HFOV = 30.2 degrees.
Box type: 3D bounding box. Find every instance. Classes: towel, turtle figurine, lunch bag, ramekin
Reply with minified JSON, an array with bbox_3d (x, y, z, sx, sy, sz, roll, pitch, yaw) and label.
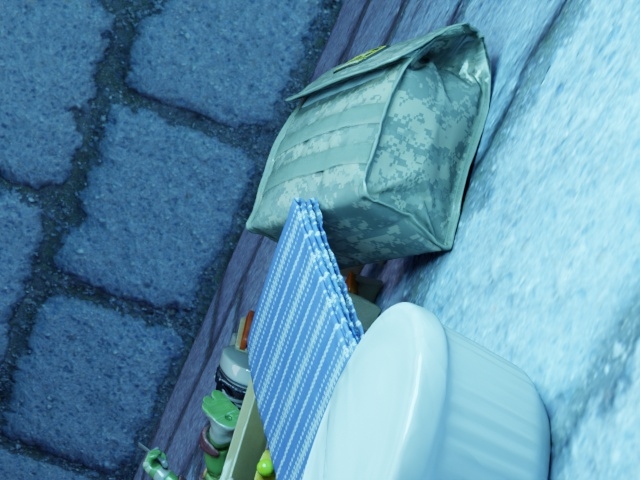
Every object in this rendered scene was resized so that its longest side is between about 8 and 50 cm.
[{"bbox_3d":[-0.010,0.141,1.250,0.336,0.040,0.243,-110,33,-50],"label":"towel"},{"bbox_3d":[-0.169,0.314,1.855,0.274,0.198,0.266,-88,19,-52],"label":"turtle figurine"},{"bbox_3d":[0.065,-0.127,1.426,0.235,0.169,0.287,-12,53,50],"label":"lunch bag"},{"bbox_3d":[0.076,0.195,0.942,0.273,0.127,0.272,-159,90,-80],"label":"ramekin"}]

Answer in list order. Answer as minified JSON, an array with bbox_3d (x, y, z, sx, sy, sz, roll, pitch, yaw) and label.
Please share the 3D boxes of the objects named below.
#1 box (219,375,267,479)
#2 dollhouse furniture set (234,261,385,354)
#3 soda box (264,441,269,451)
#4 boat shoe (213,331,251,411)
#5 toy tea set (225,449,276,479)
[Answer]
[{"bbox_3d":[-0.080,0.285,1.677,0.164,0.021,0.201,56,-135,-54],"label":"box"},{"bbox_3d":[-0.014,0.071,1.689,0.262,0.135,0.259,-82,16,-54],"label":"dollhouse furniture set"},{"bbox_3d":[-0.016,0.233,1.592,0.183,0.058,0.063,124,165,-52],"label":"soda box"},{"bbox_3d":[-0.124,0.261,2.016,0.340,0.127,0.158,-102,26,-87],"label":"boat shoe"},{"bbox_3d":[-0.097,0.338,1.377,0.336,0.124,0.200,92,-167,-54],"label":"toy tea set"}]
